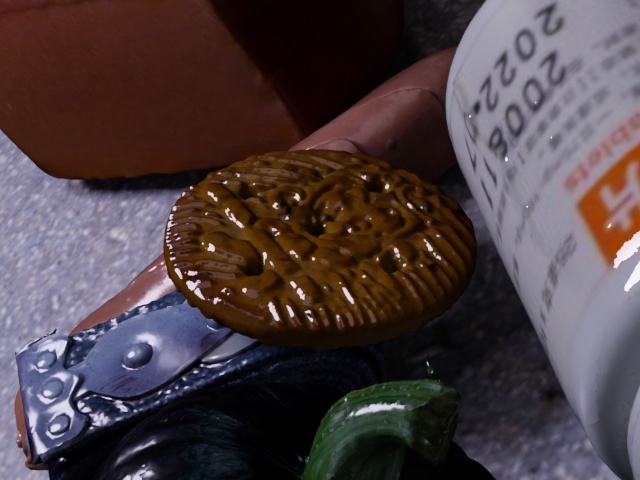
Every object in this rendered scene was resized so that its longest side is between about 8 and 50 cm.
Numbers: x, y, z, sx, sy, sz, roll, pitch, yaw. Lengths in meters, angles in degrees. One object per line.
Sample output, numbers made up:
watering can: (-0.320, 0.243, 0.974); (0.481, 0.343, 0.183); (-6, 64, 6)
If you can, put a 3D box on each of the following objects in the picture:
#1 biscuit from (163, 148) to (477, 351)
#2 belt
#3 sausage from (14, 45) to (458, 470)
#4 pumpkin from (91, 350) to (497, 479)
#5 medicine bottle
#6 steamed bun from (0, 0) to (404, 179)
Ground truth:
biscuit: (0.000, -0.001, 0.933); (0.188, 0.027, 0.188); (2, 35, -1)
belt: (-0.063, 0.100, 0.950); (0.218, 0.122, 0.128); (-25, 43, 2)
sausage: (-0.039, 0.005, 1.056); (0.433, 0.088, 0.088); (-40, 39, -3)
pumpkin: (0.004, 0.151, 0.736); (0.248, 0.248, 0.248); (-21, 42, 20)
medicine bottle: (0.206, 0.012, 0.766); (0.211, 0.211, 0.371); (-30, 40, 9)
steamed bun: (-0.117, -0.204, 1.192); (0.379, 0.235, 0.248); (-3, 48, 40)
